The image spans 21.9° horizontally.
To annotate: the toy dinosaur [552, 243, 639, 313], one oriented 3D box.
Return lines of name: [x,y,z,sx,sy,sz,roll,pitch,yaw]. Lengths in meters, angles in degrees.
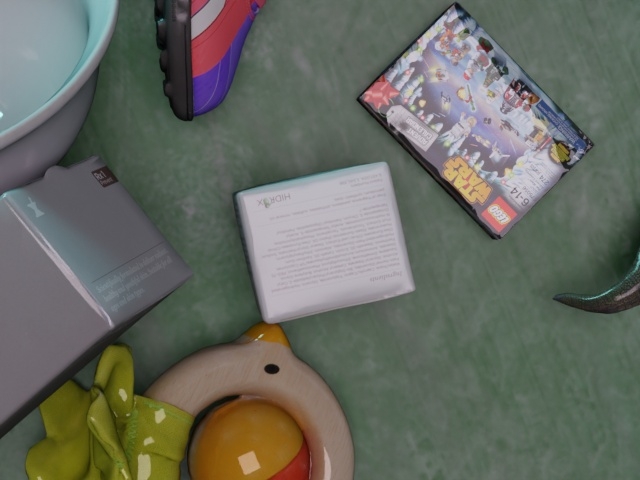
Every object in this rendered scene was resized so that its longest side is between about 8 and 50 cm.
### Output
toy dinosaur: [0.314,-0.007,1.108,0.313,0.121,0.160,-7,92,16]

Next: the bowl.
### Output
bowl: [-0.263,-0.091,1.008,0.297,0.298,0.134,-7,136,-4]

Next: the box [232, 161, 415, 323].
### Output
box: [0.000,0.000,1.077,0.102,0.101,0.087,-11,93,-4]

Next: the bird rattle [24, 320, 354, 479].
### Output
bird rattle: [-0.064,0.167,1.069,0.207,0.143,0.253,-33,97,-20]

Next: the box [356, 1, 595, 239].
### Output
box: [0.105,-0.080,1.121,0.137,0.027,0.094,45,89,-4]

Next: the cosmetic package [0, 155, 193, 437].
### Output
cosmetic package: [-0.202,0.065,0.970,0.238,0.127,0.107,-37,90,23]

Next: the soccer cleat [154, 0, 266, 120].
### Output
soccer cleat: [-0.045,-0.233,1.071,0.116,0.108,0.318,5,88,-9]
